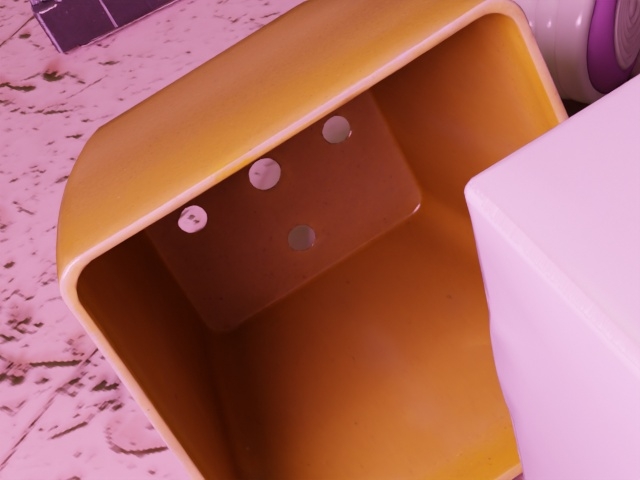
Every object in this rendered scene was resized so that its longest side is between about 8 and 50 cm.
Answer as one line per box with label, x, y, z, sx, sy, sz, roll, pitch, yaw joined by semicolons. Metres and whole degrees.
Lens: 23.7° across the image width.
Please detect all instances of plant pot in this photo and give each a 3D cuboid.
plant pot;0.000;0.000;0.716;0.212;0.212;0.187;-33;31;-5

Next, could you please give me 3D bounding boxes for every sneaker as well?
sneaker;0.129;-0.209;0.902;0.152;0.114;0.305;1;50;26

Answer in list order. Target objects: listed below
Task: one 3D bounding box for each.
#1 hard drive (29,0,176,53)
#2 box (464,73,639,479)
hard drive;-0.071;-0.287;1.116;0.339;0.064;0.237;-26;43;1
box;0.246;0.006;0.532;0.345;0.215;0.168;-32;51;-11
